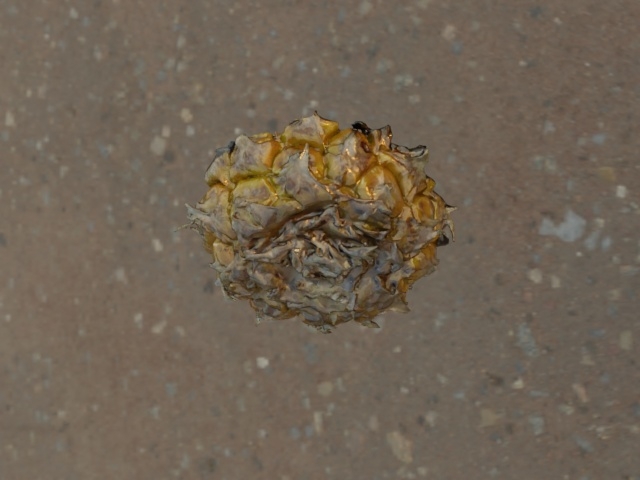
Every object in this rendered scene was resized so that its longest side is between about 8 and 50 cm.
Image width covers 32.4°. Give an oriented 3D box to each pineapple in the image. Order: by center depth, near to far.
[{"bbox_3d":[0.000,0.000,0.856,0.225,0.225,0.076,-45,24,34],"label":"pineapple"}]
